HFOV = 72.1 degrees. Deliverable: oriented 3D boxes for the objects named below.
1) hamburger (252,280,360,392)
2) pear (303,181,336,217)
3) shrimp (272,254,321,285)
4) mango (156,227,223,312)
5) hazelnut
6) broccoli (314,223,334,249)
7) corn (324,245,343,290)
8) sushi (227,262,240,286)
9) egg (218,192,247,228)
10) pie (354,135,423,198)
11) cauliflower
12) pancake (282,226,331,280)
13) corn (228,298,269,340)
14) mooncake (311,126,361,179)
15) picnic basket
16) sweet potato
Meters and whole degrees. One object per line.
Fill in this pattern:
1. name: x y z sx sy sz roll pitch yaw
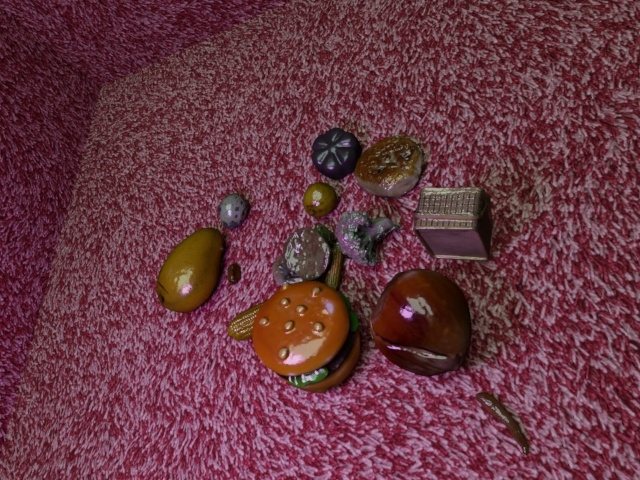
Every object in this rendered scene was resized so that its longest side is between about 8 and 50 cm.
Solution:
1. hamburger: -0.044 0.346 1.614 0.396 0.277 0.395 -12 51 14
2. pear: -0.004 -0.184 1.970 0.149 0.149 0.162 15 70 33
3. shrimp: -0.096 0.160 1.878 0.164 0.062 0.317 -34 51 -17
4. mango: -0.608 0.130 2.099 0.301 0.220 0.445 14 71 35
5. hazelnut: 0.342 0.269 1.471 0.315 0.372 0.372 -21 49 -29
6. broccoli: 0.000 0.000 1.906 0.130 0.131 0.120 -50 15 13
7. corn: 0.057 0.116 1.841 0.068 0.068 0.207 -3 65 27
8. sushi: -0.414 0.161 2.080 0.055 0.052 0.120 -30 57 34
9. egg: -0.435 -0.145 2.183 0.141 0.141 0.181 3 77 29
10. pie: 0.300 -0.327 1.913 0.315 0.092 0.315 -13 60 23
11. cauliflower: 0.193 -0.036 1.785 0.315 0.239 0.256 -20 17 -2
12. pancake: -0.057 0.056 1.841 0.236 0.042 0.222 9 83 34
13. corn: -0.237 0.322 1.872 0.363 0.120 0.120 -27 57 11
14. mooncake: 0.071 -0.407 2.051 0.245 0.133 0.245 -7 70 21
15. picnic basket: 0.478 -0.063 1.555 0.228 0.313 0.175 3 69 30
16. sweet potato: 0.575 0.560 1.372 0.050 0.050 0.214 -43 58 4
